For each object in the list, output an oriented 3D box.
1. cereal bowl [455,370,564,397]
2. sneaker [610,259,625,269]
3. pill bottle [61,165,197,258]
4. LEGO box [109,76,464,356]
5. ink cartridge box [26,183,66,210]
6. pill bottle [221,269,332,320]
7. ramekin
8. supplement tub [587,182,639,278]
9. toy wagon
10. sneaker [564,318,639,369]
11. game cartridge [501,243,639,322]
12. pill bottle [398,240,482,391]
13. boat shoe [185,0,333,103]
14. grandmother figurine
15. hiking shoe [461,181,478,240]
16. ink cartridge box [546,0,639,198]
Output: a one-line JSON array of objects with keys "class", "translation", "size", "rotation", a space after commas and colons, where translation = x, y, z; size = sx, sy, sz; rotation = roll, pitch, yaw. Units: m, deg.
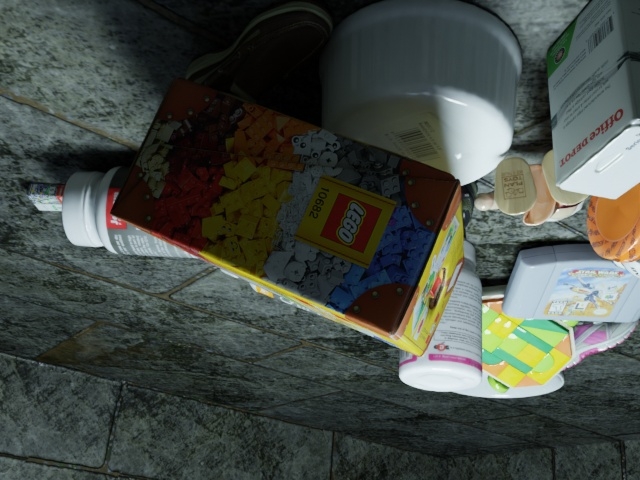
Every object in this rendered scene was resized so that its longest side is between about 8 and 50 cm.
[{"class": "cereal bowl", "translation": [0.461, 0.305, 1.897], "size": [0.339, 0.141, 0.339], "rotation": [4, 155, 2]}, {"class": "sneaker", "translation": [0.654, 0.032, 1.359], "size": [0.211, 0.080, 0.081], "rotation": [10, 157, -10]}, {"class": "pill bottle", "translation": [-0.300, -0.052, 1.290], "size": [0.283, 0.161, 0.161], "rotation": [2, 154, 6]}, {"class": "LEGO box", "translation": [0.000, 0.000, 1.041], "size": [0.372, 0.193, 0.500], "rotation": [22, 174, 16]}, {"class": "ink cartridge box", "translation": [-0.509, -0.083, 1.420], "size": [0.115, 0.029, 0.063], "rotation": [3, 154, 6]}, {"class": "pill bottle", "translation": [-0.042, 0.045, 1.384], "size": [0.278, 0.162, 0.162], "rotation": [18, 157, 14]}, {"class": "ramekin", "translation": [0.129, -0.178, 0.968], "size": [0.277, 0.135, 0.277], "rotation": [5, 154, 2]}, {"class": "supplement tub", "translation": [0.606, -0.020, 1.113], "size": [0.338, 0.207, 0.207], "rotation": [10, 154, -10]}, {"class": "toy wagon", "translation": [0.400, 0.203, 1.637], "size": [0.344, 0.068, 0.267], "rotation": [31, 120, -7]}, {"class": "sneaker", "translation": [0.629, 0.218, 1.710], "size": [0.252, 0.111, 0.103], "rotation": [-25, 165, 1]}, {"class": "game cartridge", "translation": [0.537, 0.088, 1.470], "size": [0.297, 0.062, 0.198], "rotation": [2, 142, -1]}, {"class": "pill bottle", "translation": [0.242, 0.145, 1.444], "size": [0.160, 0.283, 0.160], "rotation": [5, 155, 2]}, {"class": "boat shoe", "translation": [-0.086, -0.223, 0.963], "size": [0.095, 0.095, 0.257], "rotation": [27, 147, -37]}, {"class": "grandmother figurine", "translation": [0.335, -0.071, 1.070], "size": [0.208, 0.104, 0.342], "rotation": [-1, 179, 25]}, {"class": "hiking shoe", "translation": [0.185, -0.083, 1.177], "size": [0.086, 0.114, 0.227], "rotation": [-20, 145, 41]}, {"class": "ink cartridge box", "translation": [0.345, -0.174, 0.844], "size": [0.087, 0.208, 0.153], "rotation": [12, 154, -12]}]
